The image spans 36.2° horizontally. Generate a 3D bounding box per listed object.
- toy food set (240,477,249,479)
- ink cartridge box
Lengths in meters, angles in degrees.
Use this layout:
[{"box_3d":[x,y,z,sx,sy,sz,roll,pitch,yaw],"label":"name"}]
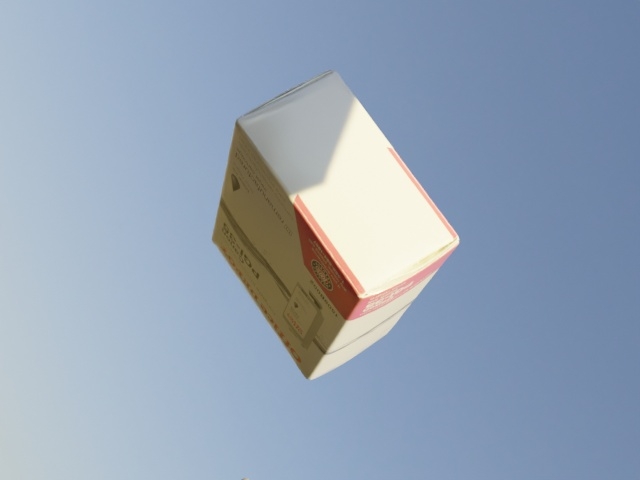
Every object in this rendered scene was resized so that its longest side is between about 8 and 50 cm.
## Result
[{"box_3d":[-0.140,0.300,0.901,0.132,0.192,0.038,-103,171,-61],"label":"toy food set"},{"box_3d":[0.000,0.000,0.986,0.207,0.117,0.283,54,-22,13],"label":"ink cartridge box"}]
